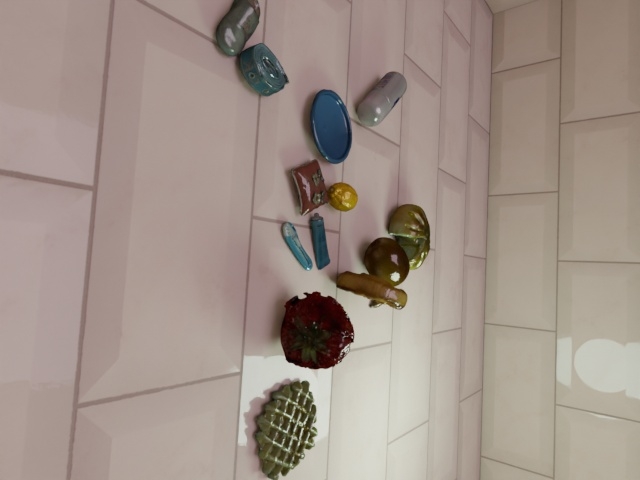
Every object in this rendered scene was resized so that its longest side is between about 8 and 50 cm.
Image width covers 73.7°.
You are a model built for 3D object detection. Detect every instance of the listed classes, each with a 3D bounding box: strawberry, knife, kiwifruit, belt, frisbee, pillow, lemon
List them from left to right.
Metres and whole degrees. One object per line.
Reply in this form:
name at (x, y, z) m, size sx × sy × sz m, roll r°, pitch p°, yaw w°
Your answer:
belt at (-0.188, -0.546, 1.379) m, size 0.163 × 0.082 × 0.148 m, roll 58°, pitch 38°, yaw -30°
knife at (-0.079, 0.025, 1.558) m, size 0.064 × 0.031 × 0.222 m, roll -58°, pitch 133°, yaw -39°
pillow at (-0.033, -0.200, 1.582) m, size 0.171 × 0.075 × 0.179 m, roll -35°, pitch 116°, yaw -47°
strawberry at (-0.011, 0.306, 1.469) m, size 0.220 × 0.273 × 0.275 m, roll 7°, pitch 84°, yaw -68°
frisbee at (0.035, -0.446, 1.690) m, size 0.289 × 0.049 × 0.290 m, roll 5°, pitch 84°, yaw -55°
lemon at (0.086, -0.174, 1.703) m, size 0.155 × 0.114 × 0.114 m, roll 18°, pitch 76°, yaw -51°
kiwifruit at (0.295, 0.094, 1.915) m, size 0.196 × 0.195 × 0.234 m, roll -53°, pitch 123°, yaw -38°

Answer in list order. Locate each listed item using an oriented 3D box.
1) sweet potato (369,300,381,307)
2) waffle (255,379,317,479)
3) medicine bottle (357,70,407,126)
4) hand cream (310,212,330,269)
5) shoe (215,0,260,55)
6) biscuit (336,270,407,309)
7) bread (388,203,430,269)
sweet potato at (0.306, 0.235, 2.037) m, size 0.249 × 0.059 × 0.069 m, roll -48°, pitch 146°, yaw -45°
waffle at (-0.111, 0.662, 1.500) m, size 0.291 × 0.056 × 0.310 m, roll -13°, pitch 101°, yaw -52°
medicine bottle at (0.275, -0.636, 1.933) m, size 0.341 × 0.130 × 0.130 m, roll -54°, pitch 130°, yaw -37°
hand cream at (0.000, 0.000, 1.660) m, size 0.083 × 0.048 × 0.225 m, roll -32°, pitch 121°, yaw -47°
shoe at (-0.233, -0.677, 1.307) m, size 0.103 × 0.100 × 0.251 m, roll 40°, pitch 57°, yaw -45°
biscuit at (0.209, 0.192, 1.716) m, size 0.296 × 0.296 × 0.102 m, roll 23°, pitch 82°, yaw -50°
bread at (0.467, -0.021, 2.157) m, size 0.332 × 0.159 × 0.334 m, roll -1°, pitch 91°, yaw -54°
